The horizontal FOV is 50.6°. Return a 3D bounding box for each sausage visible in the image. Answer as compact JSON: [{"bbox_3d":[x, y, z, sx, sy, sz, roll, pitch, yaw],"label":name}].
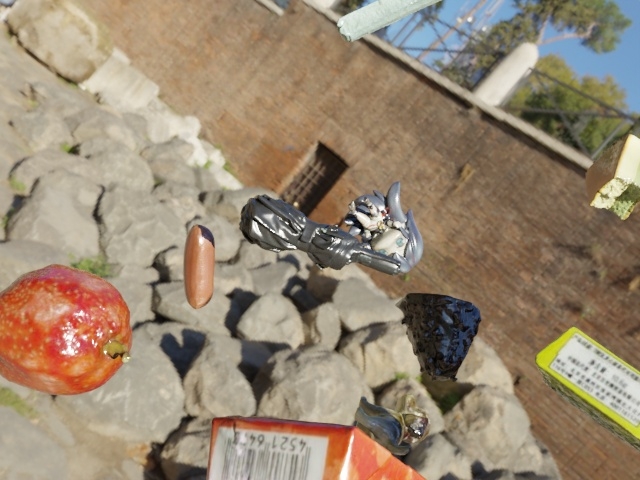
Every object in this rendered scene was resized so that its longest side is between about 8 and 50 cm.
[{"bbox_3d":[-0.273,0.059,1.518,0.077,0.194,0.077,4,9,-1],"label":"sausage"}]

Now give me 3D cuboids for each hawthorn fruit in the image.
[{"bbox_3d":[-0.386,0.147,1.049,0.253,0.205,0.205,18,-4,21],"label":"hawthorn fruit"}]

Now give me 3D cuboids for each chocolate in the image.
[{"bbox_3d":[-0.003,0.324,0.896,0.237,0.108,0.235,-7,-37,34],"label":"chocolate"},{"bbox_3d":[0.202,0.177,1.175,0.156,0.133,0.156,10,-25,5],"label":"chocolate"},{"bbox_3d":[0.678,0.356,1.609,0.300,0.137,0.289,37,-3,31],"label":"chocolate"}]

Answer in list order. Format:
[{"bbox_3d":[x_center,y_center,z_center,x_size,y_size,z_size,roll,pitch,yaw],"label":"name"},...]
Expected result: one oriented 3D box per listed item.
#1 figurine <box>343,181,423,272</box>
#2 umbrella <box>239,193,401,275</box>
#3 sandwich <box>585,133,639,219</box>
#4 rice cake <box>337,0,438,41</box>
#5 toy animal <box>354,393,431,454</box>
[{"bbox_3d":[0.177,-0.031,1.875,0.197,0.175,0.265,-46,119,-49],"label":"figurine"},{"bbox_3d":[0.000,0.000,1.363,0.339,0.118,0.118,18,6,-1],"label":"umbrella"},{"bbox_3d":[0.772,-0.146,1.782,0.108,0.186,0.220,26,-21,2],"label":"sandwich"},{"bbox_3d":[0.100,-0.287,0.817,0.033,0.170,0.029,39,27,-81],"label":"rice cake"},{"bbox_3d":[0.155,0.426,1.556,0.168,0.121,0.233,12,6,22],"label":"toy animal"}]
